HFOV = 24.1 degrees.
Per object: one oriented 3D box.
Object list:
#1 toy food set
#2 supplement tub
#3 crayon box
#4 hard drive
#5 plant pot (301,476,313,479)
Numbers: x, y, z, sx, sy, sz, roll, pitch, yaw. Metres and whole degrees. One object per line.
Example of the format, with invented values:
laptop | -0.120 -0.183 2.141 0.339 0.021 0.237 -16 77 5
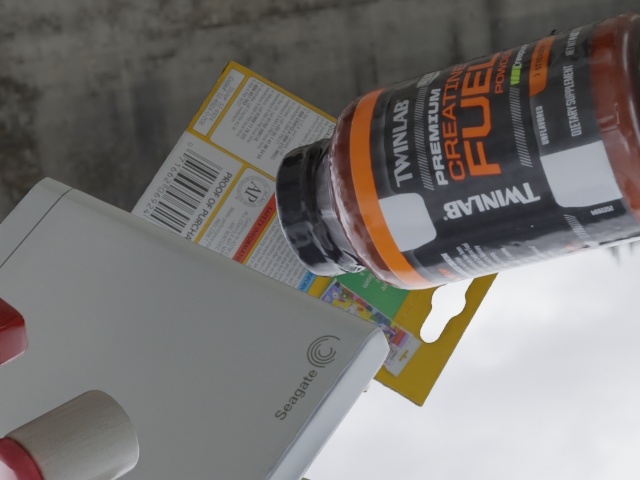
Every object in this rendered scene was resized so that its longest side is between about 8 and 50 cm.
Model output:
toy food set | -0.173 0.096 0.673 0.104 0.111 0.232 -27 -136 -37
supplement tub | 0.078 -0.035 0.732 0.198 0.106 0.106 -15 -171 29
crayon box | 0.000 0.000 1.418 0.323 0.203 0.083 30 165 7
hard drive | -0.155 0.098 1.169 0.353 0.047 0.233 23 -117 30
plant pot | -0.064 0.399 1.594 0.276 0.254 0.276 13 158 5
